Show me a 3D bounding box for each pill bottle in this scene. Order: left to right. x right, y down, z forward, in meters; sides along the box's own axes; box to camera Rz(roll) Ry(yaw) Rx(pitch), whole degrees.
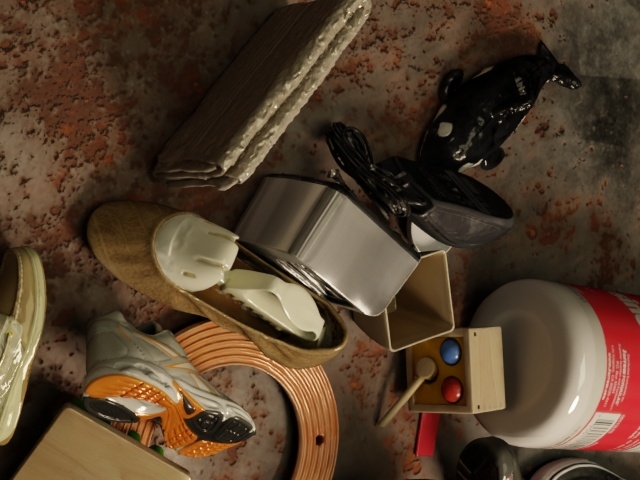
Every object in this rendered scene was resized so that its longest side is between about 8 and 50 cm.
[{"bbox_3d":[0.418,0.186,1.752,0.408,0.229,0.229,9,89,-37],"label":"pill bottle"}]

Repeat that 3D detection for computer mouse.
[{"bbox_3d":[0.130,-0.049,1.562,0.272,0.188,0.072,15,117,-37],"label":"computer mouse"}]

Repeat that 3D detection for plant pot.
[{"bbox_3d":[0.095,0.072,1.589,0.109,0.096,0.109,-16,104,-34],"label":"plant pot"}]

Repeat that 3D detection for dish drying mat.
[{"bbox_3d":[0.149,0.257,1.702,0.032,0.008,0.083,9,91,-35],"label":"dish drying mat"}]

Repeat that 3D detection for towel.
[{"bbox_3d":[-0.066,-0.168,1.391,0.049,0.187,0.282,45,70,-26],"label":"towel"}]

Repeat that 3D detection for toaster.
[{"bbox_3d":[0.000,0.000,1.468,0.186,0.168,0.110,41,73,-32],"label":"toaster"}]

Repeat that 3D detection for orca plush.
[{"bbox_3d":[0.264,-0.175,1.679,0.287,0.102,0.151,-23,108,-32],"label":"orca plush"}]

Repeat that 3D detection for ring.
[{"bbox_3d":[-0.120,0.257,1.495,0.336,0.032,0.336,-5,99,-36],"label":"ring"}]

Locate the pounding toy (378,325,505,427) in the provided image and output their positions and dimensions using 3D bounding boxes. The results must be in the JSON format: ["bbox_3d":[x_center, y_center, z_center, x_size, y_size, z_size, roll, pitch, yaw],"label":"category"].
[{"bbox_3d":[0.158,0.182,1.635,0.100,0.141,0.130,1,85,-46],"label":"pounding toy"}]

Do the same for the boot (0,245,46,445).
[{"bbox_3d":[-0.379,0.100,1.264,0.165,0.077,0.213,12,91,-34],"label":"boot"}]

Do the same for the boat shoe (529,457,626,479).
[{"bbox_3d":[0.455,0.407,1.870,0.335,0.119,0.121,17,85,-36],"label":"boat shoe"}]

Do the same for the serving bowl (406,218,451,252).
[{"bbox_3d":[0.146,-0.019,1.657,0.083,0.027,0.083,-5,99,-36],"label":"serving bowl"}]

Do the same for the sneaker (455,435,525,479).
[{"bbox_3d":[0.279,0.347,1.699,0.162,0.106,0.281,-21,135,-19],"label":"sneaker"}]

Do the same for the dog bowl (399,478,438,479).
[{"bbox_3d":[0.123,0.508,1.491,0.408,0.408,0.150,-59,140,-16],"label":"dog bowl"}]

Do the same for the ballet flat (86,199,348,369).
[{"bbox_3d":[-0.100,0.048,1.405,0.342,0.124,0.116,35,64,-25],"label":"ballet flat"}]

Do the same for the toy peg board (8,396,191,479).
[{"bbox_3d":[-0.254,0.266,1.355,0.161,0.079,0.160,34,100,-17],"label":"toy peg board"}]

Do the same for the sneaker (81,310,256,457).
[{"bbox_3d":[-0.163,0.155,1.377,0.262,0.099,0.121,40,30,-49],"label":"sneaker"}]
